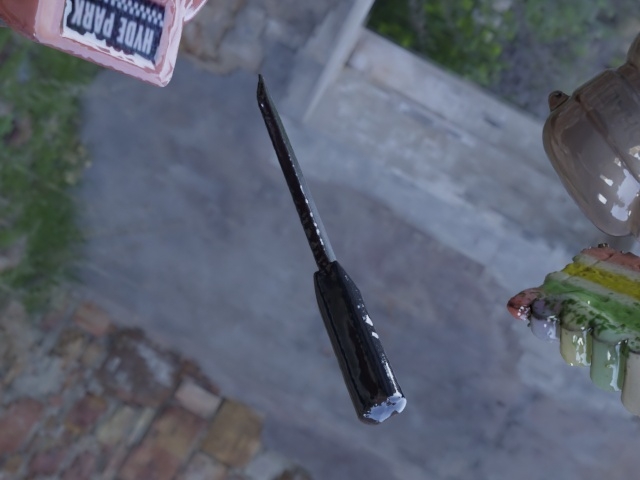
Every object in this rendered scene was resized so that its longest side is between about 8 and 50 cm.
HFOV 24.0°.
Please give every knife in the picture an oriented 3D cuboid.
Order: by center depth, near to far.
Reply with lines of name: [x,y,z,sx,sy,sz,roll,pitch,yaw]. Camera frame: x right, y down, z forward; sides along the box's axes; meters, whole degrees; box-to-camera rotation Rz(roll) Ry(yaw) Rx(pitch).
knife: [0.000,0.000,0.873,0.028,0.230,0.060,-24,161,7]

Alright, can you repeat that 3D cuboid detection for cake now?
cake: [0.248,0.081,1.092,0.109,0.225,0.090,-28,122,-28]

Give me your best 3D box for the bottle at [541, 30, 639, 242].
bottle: [0.213,-0.077,0.742,0.209,0.110,0.097,-35,146,8]

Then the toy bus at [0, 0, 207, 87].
toy bus: [-0.226,-0.213,0.669,0.203,0.427,0.233,13,88,-65]
